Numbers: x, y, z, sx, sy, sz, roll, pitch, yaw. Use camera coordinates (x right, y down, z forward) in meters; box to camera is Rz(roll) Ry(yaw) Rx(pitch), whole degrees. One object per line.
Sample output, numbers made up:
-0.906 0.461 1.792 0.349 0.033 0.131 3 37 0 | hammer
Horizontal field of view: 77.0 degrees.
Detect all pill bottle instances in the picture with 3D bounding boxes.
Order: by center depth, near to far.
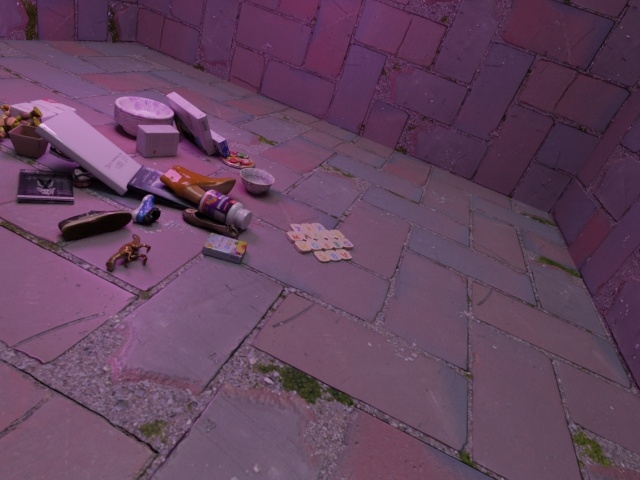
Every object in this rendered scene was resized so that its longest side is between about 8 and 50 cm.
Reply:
-0.378 -0.120 1.625 0.194 0.108 0.108 26 30 11 | pill bottle

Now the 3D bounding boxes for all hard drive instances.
-0.891 -0.350 1.591 0.353 0.047 0.233 42 21 -25 | hard drive

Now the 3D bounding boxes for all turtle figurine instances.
-1.286 -0.479 1.674 0.218 0.087 0.269 -13 50 -9 | turtle figurine

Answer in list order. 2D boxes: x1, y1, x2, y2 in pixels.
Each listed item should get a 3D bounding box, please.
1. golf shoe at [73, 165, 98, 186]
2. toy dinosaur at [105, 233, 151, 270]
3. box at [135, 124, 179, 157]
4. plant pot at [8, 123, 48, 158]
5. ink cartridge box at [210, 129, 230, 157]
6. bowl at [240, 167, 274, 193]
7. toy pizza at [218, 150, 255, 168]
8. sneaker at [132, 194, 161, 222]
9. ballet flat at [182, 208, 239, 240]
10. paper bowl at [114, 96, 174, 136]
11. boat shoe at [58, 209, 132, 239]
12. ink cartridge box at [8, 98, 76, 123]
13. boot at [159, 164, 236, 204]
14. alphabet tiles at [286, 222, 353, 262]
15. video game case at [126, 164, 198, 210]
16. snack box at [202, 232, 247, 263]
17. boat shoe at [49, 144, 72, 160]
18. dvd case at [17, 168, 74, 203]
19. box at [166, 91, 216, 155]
-0.907 -0.279 1.596 0.068 0.085 0.186 14 28 -5 | golf shoe
-0.605 0.023 1.297 0.112 0.064 0.211 18 29 -2 | toy dinosaur
-0.793 -0.485 1.960 0.091 0.130 0.171 39 34 28 | box
-1.163 -0.393 1.617 0.109 0.096 0.109 10 30 -16 | plant pot
-0.570 -0.531 2.178 0.046 0.097 0.207 -35 50 -24 | ink cartridge box
-0.314 -0.278 1.955 0.170 0.080 0.170 15 29 -8 | bowl
-0.453 -0.447 2.201 0.201 0.032 0.201 15 30 -9 | toy pizza
-0.634 -0.115 1.510 0.085 0.058 0.152 12 34 -3 | sneaker
-0.426 -0.073 1.568 0.250 0.058 0.084 26 29 11 | ballet flat
-0.924 -0.634 2.110 0.285 0.148 0.284 16 29 -9 | paper bowl
-0.751 -0.068 1.345 0.073 0.080 0.224 40 39 22 | boat shoe
-1.272 -0.571 1.853 0.159 0.092 0.218 21 28 2 | ink cartridge box
-0.518 -0.261 1.725 0.211 0.104 0.295 35 31 8 | boot
0.000 0.000 1.745 0.284 0.021 0.278 -3 37 -36 | alphabet tiles
-0.633 -0.216 1.676 0.274 0.026 0.196 20 28 -16 | video game case
-0.347 0.028 1.470 0.141 0.037 0.100 16 29 -6 | snack box
-1.082 -0.374 1.693 0.125 0.038 0.046 26 30 10 | boat shoe
-1.001 -0.198 1.471 0.165 0.018 0.221 -1 35 -34 | dvd case
-0.692 -0.624 2.153 0.058 0.232 0.322 -35 56 -26 | box
